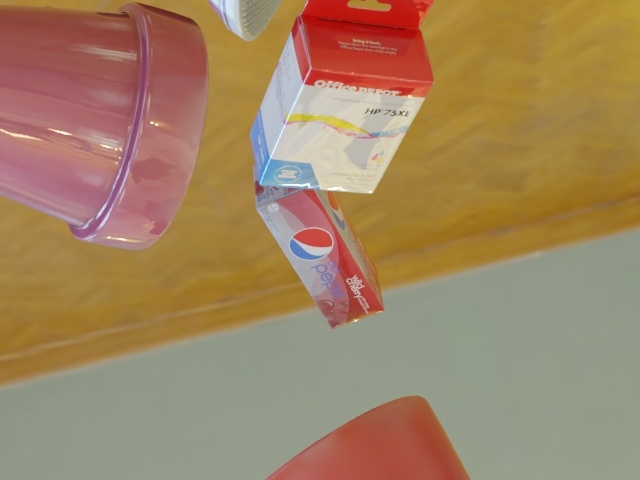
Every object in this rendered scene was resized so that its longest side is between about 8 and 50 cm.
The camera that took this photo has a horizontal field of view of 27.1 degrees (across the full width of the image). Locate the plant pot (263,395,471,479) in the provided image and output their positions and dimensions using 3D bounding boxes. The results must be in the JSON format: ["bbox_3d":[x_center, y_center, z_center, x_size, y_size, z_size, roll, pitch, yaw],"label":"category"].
[{"bbox_3d":[0.058,0.320,1.218,0.275,0.243,0.275,-33,161,-13],"label":"plant pot"}]

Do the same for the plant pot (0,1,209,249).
[{"bbox_3d":[-0.209,-0.104,1.055,0.180,0.201,0.201,12,152,-26],"label":"plant pot"}]

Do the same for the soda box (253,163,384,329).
[{"bbox_3d":[0.000,0.000,1.800,0.083,0.092,0.263,-21,133,12],"label":"soda box"}]

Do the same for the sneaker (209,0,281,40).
[{"bbox_3d":[-0.125,-0.313,1.351,0.161,0.102,0.282,29,167,17],"label":"sneaker"}]

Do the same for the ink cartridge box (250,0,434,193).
[{"bbox_3d":[0.025,-0.150,1.352,0.134,0.078,0.231,3,144,-19],"label":"ink cartridge box"}]

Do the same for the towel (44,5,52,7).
[{"bbox_3d":[-0.292,-0.183,1.392,0.029,0.119,0.067,22,-179,7],"label":"towel"}]
